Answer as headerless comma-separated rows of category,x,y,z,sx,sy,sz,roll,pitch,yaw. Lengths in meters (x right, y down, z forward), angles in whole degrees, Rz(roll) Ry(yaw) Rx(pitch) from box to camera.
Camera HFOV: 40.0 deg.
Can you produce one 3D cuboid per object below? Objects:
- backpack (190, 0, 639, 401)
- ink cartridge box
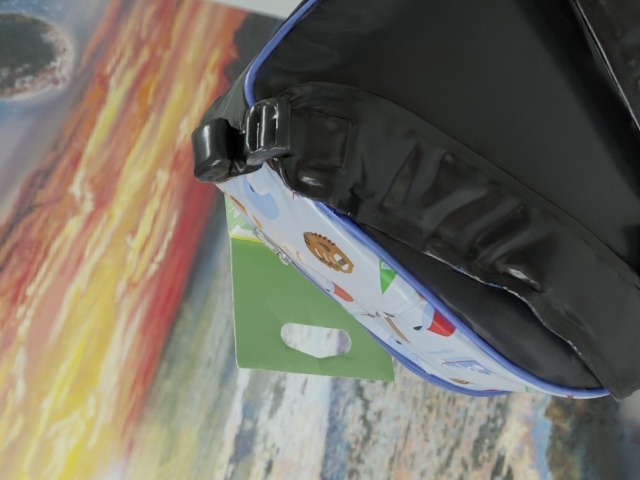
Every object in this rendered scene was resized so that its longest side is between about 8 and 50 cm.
backpack,0.090,-0.040,0.501,0.276,0.263,0.213,-47,4,-17
ink cartridge box,0.000,0.000,0.783,0.056,0.171,0.235,-39,50,45
